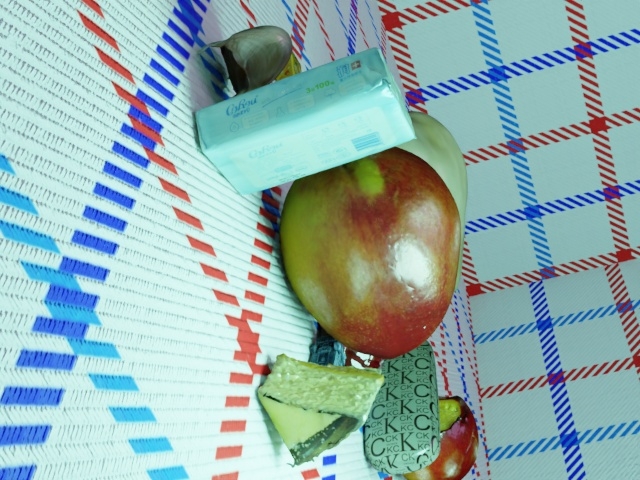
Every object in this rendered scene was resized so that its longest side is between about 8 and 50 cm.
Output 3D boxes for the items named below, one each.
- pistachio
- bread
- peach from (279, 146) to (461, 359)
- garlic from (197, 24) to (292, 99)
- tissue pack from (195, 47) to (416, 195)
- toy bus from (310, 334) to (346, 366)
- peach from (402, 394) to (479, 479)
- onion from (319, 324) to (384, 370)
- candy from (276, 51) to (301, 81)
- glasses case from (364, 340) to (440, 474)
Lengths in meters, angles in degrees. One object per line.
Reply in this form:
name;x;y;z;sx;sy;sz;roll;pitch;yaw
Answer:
pistachio;0.173;-0.079;2.082;0.365;0.281;0.446;46;28;-55
bread;0.003;0.209;1.347;0.127;0.152;0.147;65;17;-12
peach;0.082;0.020;1.571;0.308;0.307;0.332;-43;122;-76
garlic;-0.106;-0.261;1.456;0.099;0.124;0.174;57;-10;-13
tissue pack;-0.017;-0.159;1.370;0.177;0.263;0.089;50;26;-65
toy bus;0.008;0.210;1.587;0.166;0.047;0.065;-72;150;-65
peach;0.225;0.393;2.030;0.190;0.196;0.226;41;-6;34
onion;0.057;0.163;1.733;0.151;0.098;0.206;4;73;-78
candy;-0.056;-0.288;1.861;0.062;0.038;0.122;54;26;-60
glasses case;0.156;0.305;1.918;0.355;0.137;0.085;-84;158;-58
